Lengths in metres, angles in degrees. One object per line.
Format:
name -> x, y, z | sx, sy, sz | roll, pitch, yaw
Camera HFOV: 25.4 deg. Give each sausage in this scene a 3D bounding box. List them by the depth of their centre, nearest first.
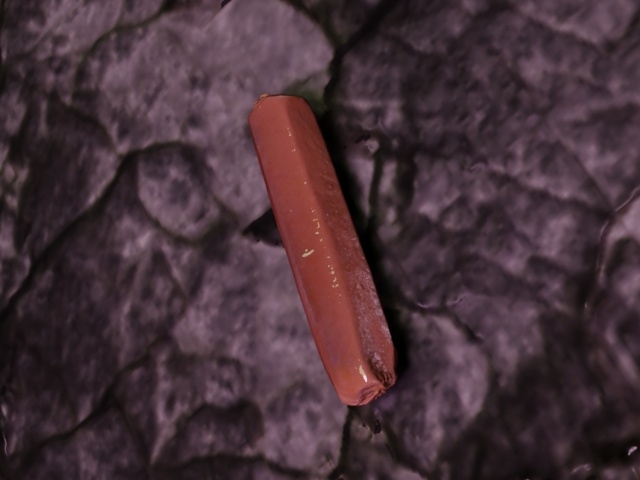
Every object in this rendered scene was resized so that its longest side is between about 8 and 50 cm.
sausage -> 0.000, 0.000, 0.600 | 0.030, 0.035, 0.147 | -42, 57, 45
